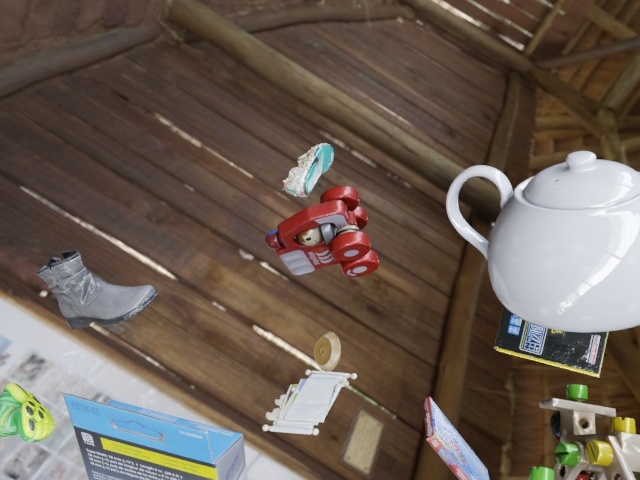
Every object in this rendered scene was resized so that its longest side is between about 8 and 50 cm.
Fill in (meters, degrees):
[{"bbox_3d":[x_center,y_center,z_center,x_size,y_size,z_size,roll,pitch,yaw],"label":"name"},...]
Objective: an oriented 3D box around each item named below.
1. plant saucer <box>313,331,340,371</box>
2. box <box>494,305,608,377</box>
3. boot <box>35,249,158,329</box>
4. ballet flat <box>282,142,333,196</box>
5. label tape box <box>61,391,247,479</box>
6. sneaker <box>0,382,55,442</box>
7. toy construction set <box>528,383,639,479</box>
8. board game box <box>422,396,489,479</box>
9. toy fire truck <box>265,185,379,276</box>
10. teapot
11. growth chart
[{"bbox_3d":[0.010,0.230,1.318,0.083,0.015,0.083,-20,-116,49],"label":"plant saucer"},{"bbox_3d":[0.605,0.158,1.618,0.079,0.257,0.321,35,69,-70],"label":"box"},{"bbox_3d":[-0.645,0.126,1.799,0.339,0.222,0.118,-15,-158,20],"label":"boot"},{"bbox_3d":[-0.035,-0.195,1.694,0.241,0.077,0.091,-57,144,-53],"label":"ballet flat"},{"bbox_3d":[-0.244,0.352,1.000,0.106,0.241,0.333,-58,153,-54],"label":"label tape box"},{"bbox_3d":[-0.806,0.485,1.702,0.296,0.109,0.123,13,-118,52],"label":"sneaker"},{"bbox_3d":[0.482,0.340,1.004,0.257,0.309,0.237,69,28,-58],"label":"toy construction set"},{"bbox_3d":[0.340,0.529,1.561,0.027,0.281,0.145,-33,-163,16],"label":"board game box"},{"bbox_3d":[0.000,0.000,1.627,0.302,0.254,0.169,56,19,-64],"label":"toy fire truck"},{"bbox_3d":[0.319,-0.019,0.788,0.252,0.256,0.186,-113,-171,-68],"label":"teapot"},{"bbox_3d":[-0.031,0.405,1.607,0.237,0.172,0.021,-48,131,-47],"label":"growth chart"}]
